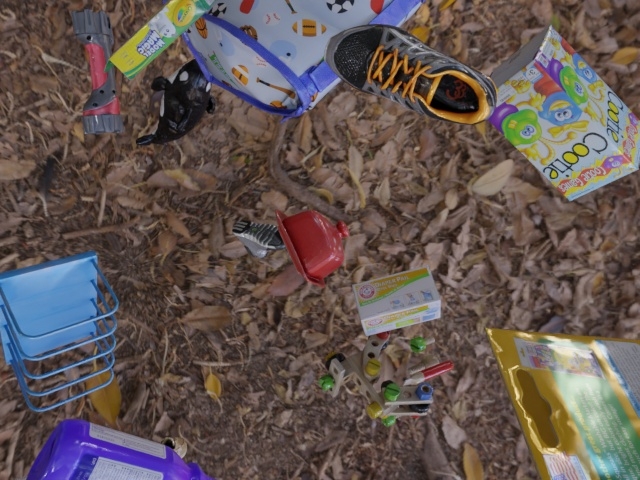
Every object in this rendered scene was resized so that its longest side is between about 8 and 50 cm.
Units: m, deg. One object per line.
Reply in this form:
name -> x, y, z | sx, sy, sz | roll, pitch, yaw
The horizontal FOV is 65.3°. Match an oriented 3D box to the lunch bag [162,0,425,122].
lunch bag -> -0.041, -0.408, 0.940 | 0.328, 0.386, 0.239 | -46, 140, -13

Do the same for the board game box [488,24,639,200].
board game box -> 0.455, -0.235, 0.947 | 0.275, 0.144, 0.142 | 40, 54, -10

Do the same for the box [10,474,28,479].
box -> -0.518, 0.547, 0.948 | 0.119, 0.182, 0.180 | 9, 75, 7

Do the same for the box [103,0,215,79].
box -> -0.222, -0.294, 0.695 | 0.043, 0.179, 0.105 | 48, 28, -30

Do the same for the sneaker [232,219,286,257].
sneaker -> -0.181, 0.013, 1.651 | 0.086, 0.229, 0.132 | -48, 139, -28

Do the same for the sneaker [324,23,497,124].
sneaker -> 0.107, -0.191, 0.577 | 0.215, 0.083, 0.084 | 18, 118, 2

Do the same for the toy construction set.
toy construction set -> 0.141, 0.345, 1.230 | 0.237, 0.309, 0.257 | -12, 74, -29

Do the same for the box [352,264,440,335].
box -> 0.193, 0.156, 1.275 | 0.203, 0.114, 0.103 | -15, 57, 4

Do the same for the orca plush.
orca plush -> -0.351, -0.298, 1.186 | 0.151, 0.287, 0.102 | 36, 37, -38

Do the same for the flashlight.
flashlight -> -0.585, -0.431, 1.297 | 0.103, 0.103, 0.303 | -6, 103, -5

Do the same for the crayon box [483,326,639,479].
crayon box -> 0.345, 0.211, 0.562 | 0.323, 0.083, 0.203 | 7, 42, -10

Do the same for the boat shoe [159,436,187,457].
boat shoe -> -0.396, 0.547, 1.309 | 0.063, 0.170, 0.059 | 1, 90, 5

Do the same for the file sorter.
file sorter -> -0.331, 0.120, 0.637 | 0.118, 0.170, 0.104 | -17, 54, -38

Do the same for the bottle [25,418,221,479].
bottle -> -0.260, 0.352, 0.721 | 0.283, 0.092, 0.118 | 31, 96, -27

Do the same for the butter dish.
butter dish -> 0.000, 0.000, 0.980 | 0.118, 0.160, 0.159 | -26, 75, 7
